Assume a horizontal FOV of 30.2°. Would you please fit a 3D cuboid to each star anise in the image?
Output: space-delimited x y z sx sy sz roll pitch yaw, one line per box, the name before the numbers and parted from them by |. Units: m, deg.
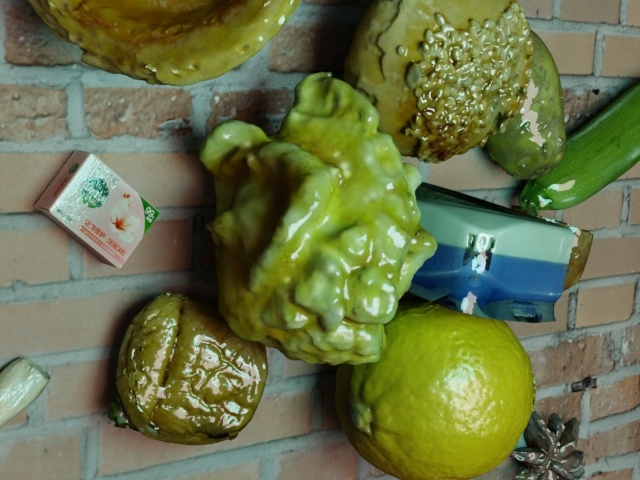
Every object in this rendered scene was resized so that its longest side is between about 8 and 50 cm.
star anise | 0.377 0.374 1.991 0.182 0.065 0.195 39 79 -35

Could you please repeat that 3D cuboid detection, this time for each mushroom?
mushroom | -0.393 0.204 1.361 0.202 0.054 0.059 -37 119 -32

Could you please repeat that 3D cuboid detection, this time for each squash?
squash | 0.458 -0.149 1.921 0.395 0.107 0.107 -37 120 -28

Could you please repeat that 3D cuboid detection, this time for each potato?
potato | 0.296 -0.210 1.780 0.149 0.113 0.251 -28 105 -21

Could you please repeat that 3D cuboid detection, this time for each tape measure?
tape measure | 0.193 0.008 1.645 0.259 0.262 0.138 10 100 -52

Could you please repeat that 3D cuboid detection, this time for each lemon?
lemon | 0.159 0.206 1.657 0.293 0.293 0.293 -9 105 -37

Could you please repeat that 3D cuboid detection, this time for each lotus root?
lotus root | 0.376 0.019 1.903 0.159 0.095 0.135 3 101 -33

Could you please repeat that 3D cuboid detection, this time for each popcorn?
popcorn | -0.002 -0.008 1.477 0.274 0.335 0.279 -6 147 -2

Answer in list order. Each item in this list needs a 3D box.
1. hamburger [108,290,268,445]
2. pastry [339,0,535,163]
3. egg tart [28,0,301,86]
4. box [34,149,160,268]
hamburger | -0.157 0.168 1.491 0.206 0.130 0.183 19 85 -37
pastry | 0.173 -0.230 1.569 0.284 0.184 0.315 -61 153 4
egg tart | -0.159 -0.352 1.284 0.169 0.388 0.388 -5 105 -72
box | -0.265 -0.037 1.414 0.125 0.043 0.089 43 72 -36
